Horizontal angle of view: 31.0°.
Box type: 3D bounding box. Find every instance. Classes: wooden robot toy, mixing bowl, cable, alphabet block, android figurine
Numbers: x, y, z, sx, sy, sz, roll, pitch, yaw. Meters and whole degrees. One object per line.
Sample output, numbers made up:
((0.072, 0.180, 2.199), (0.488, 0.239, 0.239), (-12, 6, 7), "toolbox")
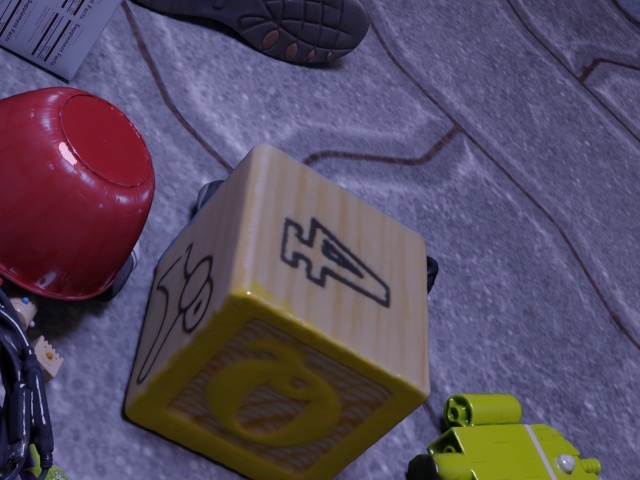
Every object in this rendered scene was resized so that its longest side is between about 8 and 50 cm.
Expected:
((-0.268, 0.037, 0.906), (0.173, 0.076, 0.079), (37, 24, -12), "wooden robot toy")
((-0.199, -0.053, 0.913), (0.181, 0.098, 0.181), (35, 35, -30), "mixing bowl")
((-0.264, 0.093, 0.793), (0.151, 0.047, 0.184), (3, 58, -37), "cable")
((-0.033, 0.071, 1.004), (0.193, 0.192, 0.197), (28, 38, -19), "alphabet block")
((0.212, 0.267, 1.171), (0.273, 0.056, 0.248), (7, 49, -40), "android figurine")

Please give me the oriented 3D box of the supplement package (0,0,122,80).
((-0.297, -0.311, 1.171), (0.203, 0.149, 0.194), (27, 37, -22), "supplement package")

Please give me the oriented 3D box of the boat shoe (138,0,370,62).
((-0.088, -0.332, 1.428), (0.355, 0.132, 0.130), (17, 43, -36), "boat shoe")

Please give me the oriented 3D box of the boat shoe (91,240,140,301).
((-0.258, -0.023, 0.978), (0.228, 0.080, 0.076), (39, 32, -21), "boat shoe")

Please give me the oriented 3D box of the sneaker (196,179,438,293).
((0.000, 0.000, 1.190), (0.267, 0.106, 0.101), (29, 38, -19), "sneaker")

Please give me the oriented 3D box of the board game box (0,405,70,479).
((-0.325, 0.128, 0.768), (0.347, 0.056, 0.208), (46, 38, 3), "board game box")
